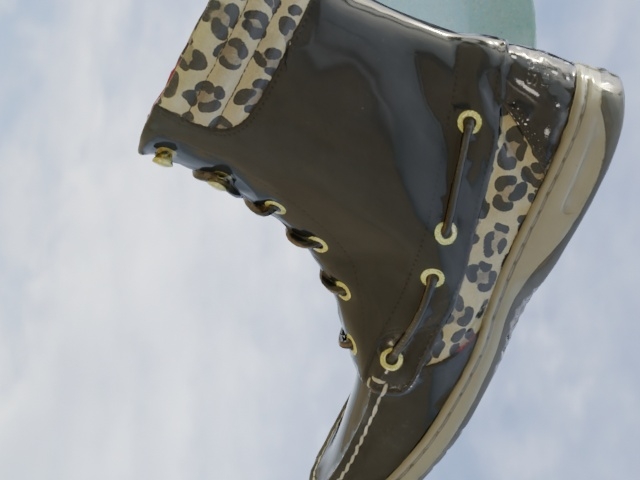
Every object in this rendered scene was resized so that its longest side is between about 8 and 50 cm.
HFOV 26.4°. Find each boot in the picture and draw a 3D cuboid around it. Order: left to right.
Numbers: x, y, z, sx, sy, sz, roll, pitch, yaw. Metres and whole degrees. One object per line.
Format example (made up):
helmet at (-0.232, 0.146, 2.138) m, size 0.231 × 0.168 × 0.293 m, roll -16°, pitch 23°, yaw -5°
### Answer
boot at (0.000, -0.002, 0.588) m, size 0.085 × 0.178 × 0.236 m, roll -89°, pitch -155°, yaw -66°

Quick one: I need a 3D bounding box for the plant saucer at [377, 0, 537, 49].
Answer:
plant saucer at (0.062, -0.143, 0.850) m, size 0.037 × 0.195 × 0.195 m, roll -6°, pitch -99°, yaw 45°
